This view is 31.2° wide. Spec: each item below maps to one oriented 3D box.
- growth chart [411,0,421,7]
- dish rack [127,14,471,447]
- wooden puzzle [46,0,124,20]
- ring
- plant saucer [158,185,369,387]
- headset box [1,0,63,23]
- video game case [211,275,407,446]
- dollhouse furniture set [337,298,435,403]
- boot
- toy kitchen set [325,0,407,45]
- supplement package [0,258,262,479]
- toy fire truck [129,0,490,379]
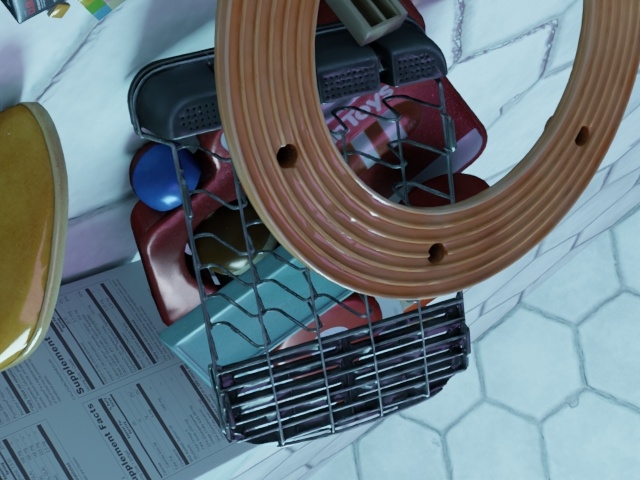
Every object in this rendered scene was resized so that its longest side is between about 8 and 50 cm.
[{"bbox_3d":[0.143,-0.254,0.819,0.237,0.021,0.172,-34,164,-10],"label":"growth chart"},{"bbox_3d":[0.000,0.000,0.767,0.208,0.271,0.074,-14,-158,-15],"label":"dish rack"},{"bbox_3d":[-0.111,-0.143,0.617,0.083,0.006,0.049,-37,164,2],"label":"wooden puzzle"},{"bbox_3d":[0.077,-0.127,0.685,0.337,0.032,0.336,-15,115,-34],"label":"ring"},{"bbox_3d":[-0.025,0.040,0.842,0.192,0.018,0.067,-35,120,9],"label":"plant saucer"},{"bbox_3d":[-0.125,-0.143,0.538,0.083,0.032,0.062,-34,164,-17],"label":"headset box"},{"bbox_3d":[-0.084,0.132,1.176,0.244,0.061,0.269,6,145,-32],"label":"video game case"},{"bbox_3d":[0.077,0.118,1.541,0.259,0.135,0.262,-33,164,-13],"label":"dollhouse furniture set"},{"bbox_3d":[-0.277,0.046,0.652,0.211,0.104,0.295,2,125,-39],"label":"boot"},{"bbox_3d":[0.041,-0.182,0.702,0.068,0.075,0.083,-30,167,-27],"label":"toy kitchen set"},{"bbox_3d":[-0.232,0.177,0.926,0.263,0.198,0.199,-20,158,-45],"label":"supplement package"},{"bbox_3d":[-0.018,-0.043,0.888,0.302,0.169,0.254,-38,139,8],"label":"toy fire truck"}]
